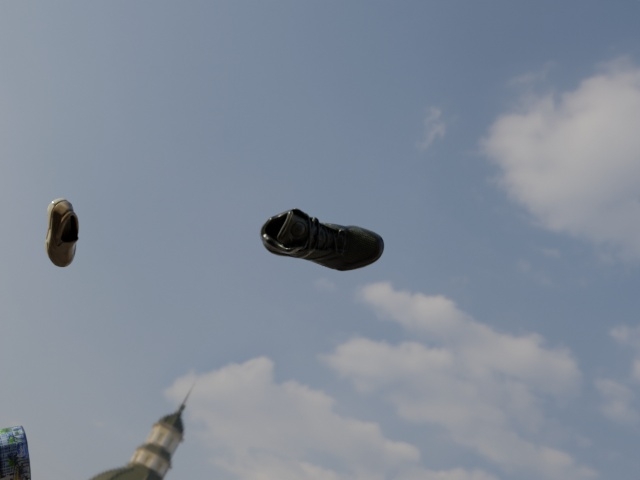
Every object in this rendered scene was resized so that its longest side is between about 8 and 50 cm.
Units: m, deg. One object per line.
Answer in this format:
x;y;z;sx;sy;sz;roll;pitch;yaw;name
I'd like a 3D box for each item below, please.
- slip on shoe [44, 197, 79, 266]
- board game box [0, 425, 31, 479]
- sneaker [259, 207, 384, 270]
-0.405;-0.005;1.311;0.041;0.051;0.135;36;-48;26;slip on shoe
-0.456;0.345;1.015;0.060;0.194;0.194;26;-62;54;board game box
0.000;0.000;1.469;0.227;0.087;0.130;11;-6;5;sneaker
